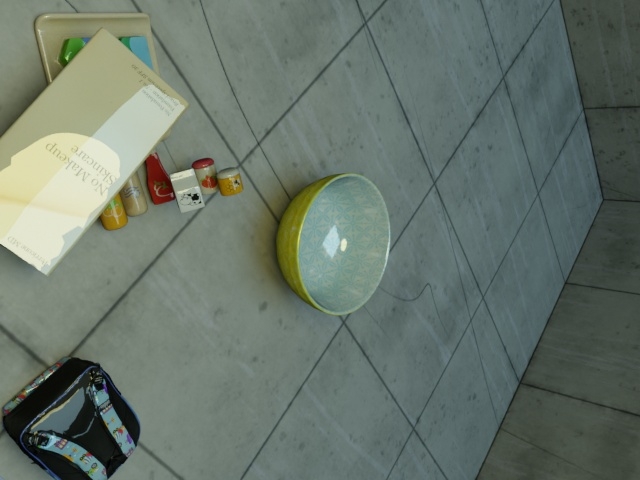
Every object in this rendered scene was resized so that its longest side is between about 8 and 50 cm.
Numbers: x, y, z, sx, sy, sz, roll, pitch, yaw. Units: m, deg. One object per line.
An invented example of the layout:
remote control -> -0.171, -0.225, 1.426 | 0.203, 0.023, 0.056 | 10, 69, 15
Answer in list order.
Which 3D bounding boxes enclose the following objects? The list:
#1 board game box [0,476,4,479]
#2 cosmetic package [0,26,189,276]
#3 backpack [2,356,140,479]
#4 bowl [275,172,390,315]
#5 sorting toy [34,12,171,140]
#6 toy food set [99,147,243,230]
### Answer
board game box -> -0.487, 0.435, 0.911 | 0.133, 0.033, 0.169 | -48, 128, -32
cosmetic package -> -0.345, -0.120, 0.861 | 0.160, 0.113, 0.309 | 40, 72, -22
backpack -> -0.371, 0.286, 0.952 | 0.158, 0.117, 0.173 | -48, 128, -32
bowl -> 0.000, 0.000, 1.288 | 0.289, 0.156, 0.289 | -11, 105, -47
sorting toy -> -0.328, -0.247, 0.972 | 0.193, 0.038, 0.208 | -22, 112, -44
toy food set -> -0.252, -0.105, 1.014 | 0.232, 0.111, 0.104 | -17, 112, -12
